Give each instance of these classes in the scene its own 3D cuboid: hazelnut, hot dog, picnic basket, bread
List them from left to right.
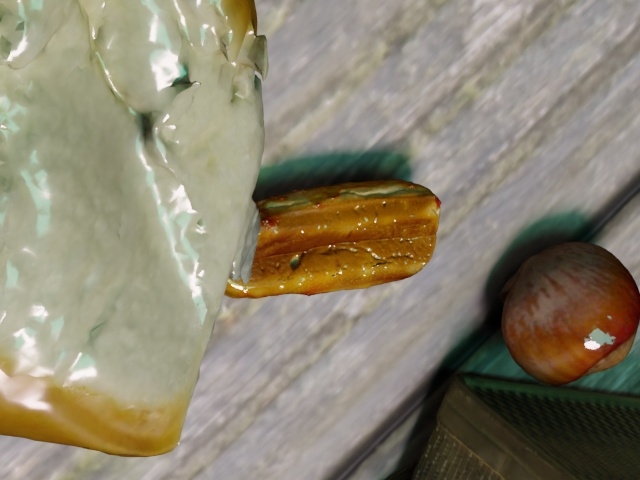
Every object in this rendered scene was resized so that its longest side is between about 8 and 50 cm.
[{"bbox_3d":[-0.136,-0.066,0.566,0.225,0.250,0.279,-53,137,-5],"label":"bread"},{"bbox_3d":[-0.001,-0.001,0.859,0.144,0.038,0.062,-8,123,-32],"label":"hot dog"},{"bbox_3d":[0.143,0.041,0.975,0.086,0.086,0.086,-19,126,-29],"label":"hazelnut"},{"bbox_3d":[0.171,0.186,1.016,0.266,0.165,0.139,11,109,-41],"label":"picnic basket"}]
